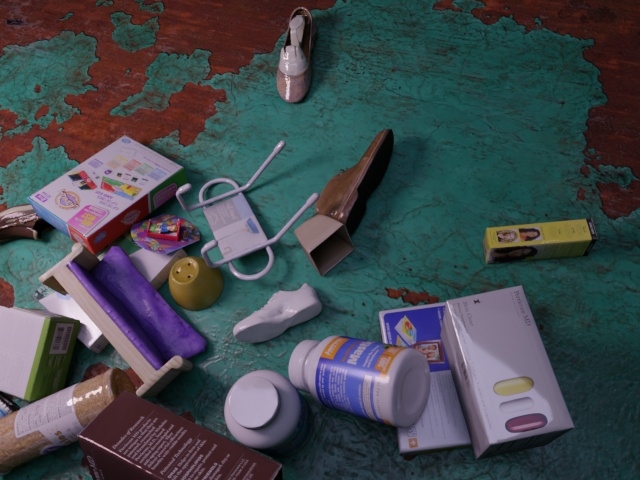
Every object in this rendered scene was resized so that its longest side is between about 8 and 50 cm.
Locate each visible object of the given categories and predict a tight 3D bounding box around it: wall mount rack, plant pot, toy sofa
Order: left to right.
[{"bbox_3d":[-0.432,0.165,1.277,0.177,0.150,0.362,-42,81,-14],"label":"toy sofa"},{"bbox_3d":[-0.312,0.091,1.373,0.135,0.095,0.134,-4,64,8],"label":"plant pot"},{"bbox_3d":[-0.177,-0.086,1.407,0.304,0.130,0.350,-24,57,-10],"label":"wall mount rack"},{"bbox_3d":[0.000,0.000,1.371,0.109,0.109,0.096,-40,53,-11],"label":"plant pot"}]

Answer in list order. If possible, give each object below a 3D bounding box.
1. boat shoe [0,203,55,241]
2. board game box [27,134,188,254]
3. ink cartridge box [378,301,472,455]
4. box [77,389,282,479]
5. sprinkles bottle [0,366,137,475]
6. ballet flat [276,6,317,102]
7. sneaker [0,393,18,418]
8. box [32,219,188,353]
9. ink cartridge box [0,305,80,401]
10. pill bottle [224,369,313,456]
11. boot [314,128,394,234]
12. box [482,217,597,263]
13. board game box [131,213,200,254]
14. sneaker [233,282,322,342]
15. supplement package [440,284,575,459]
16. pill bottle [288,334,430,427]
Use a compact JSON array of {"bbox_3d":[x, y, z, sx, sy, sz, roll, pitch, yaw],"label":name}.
[{"bbox_3d":[-0.772,-0.043,1.511,0.258,0.095,0.095,-25,69,-4],"label":"boat shoe"},{"bbox_3d":[-0.545,-0.130,1.476,0.242,0.064,0.316,30,55,25],"label":"board game box"},{"bbox_3d":[0.297,0.279,1.209,0.308,0.072,0.303,-7,62,2],"label":"ink cartridge box"},{"bbox_3d":[-0.264,0.458,1.092,0.382,0.191,0.143,17,37,24],"label":"box"},{"bbox_3d":[-0.584,0.397,1.235,0.356,0.121,0.121,-24,63,2],"label":"sprinkles bottle"},{"bbox_3d":[-0.075,-0.547,1.643,0.108,0.106,0.315,1,65,9],"label":"ballet flat"},{"bbox_3d":[-0.789,0.378,1.324,0.162,0.063,0.073,28,75,20],"label":"sneaker"},{"bbox_3d":[-0.526,0.088,1.428,0.232,0.058,0.322,33,72,21],"label":"box"},{"bbox_3d":[-0.715,0.247,1.332,0.256,0.097,0.188,11,84,22],"label":"ink cartridge box"},{"bbox_3d":[-0.102,0.342,1.124,0.147,0.264,0.146,-3,64,7],"label":"pill bottle"},{"bbox_3d":[0.089,-0.167,1.440,0.115,0.112,0.305,21,71,29],"label":"boot"},{"bbox_3d":[0.498,0.003,1.301,0.233,0.087,0.058,-6,61,7],"label":"box"},{"bbox_3d":[-0.387,-0.030,1.426,0.133,0.033,0.169,36,38,23],"label":"board game box"},{"bbox_3d":[-0.108,0.165,1.328,0.212,0.080,0.094,-21,51,-9],"label":"sneaker"},{"bbox_3d":[0.334,0.250,1.065,0.145,0.204,0.261,-13,62,1],"label":"supplement package"},{"bbox_3d":[0.070,0.275,1.156,0.272,0.152,0.152,3,62,39],"label":"pill bottle"}]
